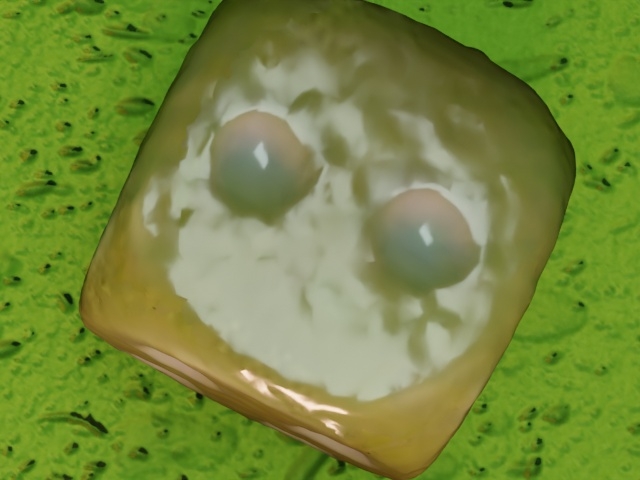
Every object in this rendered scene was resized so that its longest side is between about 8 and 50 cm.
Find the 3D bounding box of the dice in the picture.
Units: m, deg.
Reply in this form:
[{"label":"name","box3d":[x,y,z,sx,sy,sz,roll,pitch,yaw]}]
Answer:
[{"label":"dice","box3d":[0.000,0.000,0.850,0.233,0.238,0.227,27,78,-1]}]
